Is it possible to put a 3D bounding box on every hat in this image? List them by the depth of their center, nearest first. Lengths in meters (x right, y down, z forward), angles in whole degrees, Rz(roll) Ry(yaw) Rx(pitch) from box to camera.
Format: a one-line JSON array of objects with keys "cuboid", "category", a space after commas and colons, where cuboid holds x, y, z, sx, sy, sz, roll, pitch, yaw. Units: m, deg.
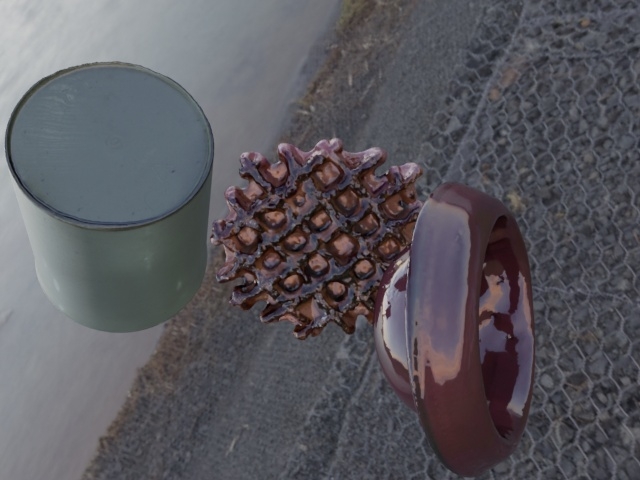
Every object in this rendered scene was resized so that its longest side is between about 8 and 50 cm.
[{"cuboid": [0.091, 0.060, 0.455, 0.089, 0.205, 0.205, -4, 60, 30], "category": "hat"}]

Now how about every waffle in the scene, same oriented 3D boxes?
[{"cuboid": [0.000, 0.000, 0.691, 0.055, 0.235, 0.221, -102, 16, -73], "category": "waffle"}]

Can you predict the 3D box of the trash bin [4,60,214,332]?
[{"cuboid": [-0.300, -0.036, 0.968, 0.432, 0.281, 0.280, 121, 164, -63], "category": "trash bin"}]
